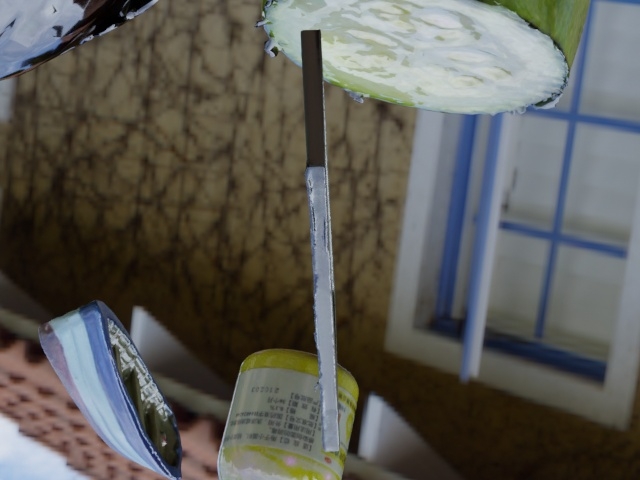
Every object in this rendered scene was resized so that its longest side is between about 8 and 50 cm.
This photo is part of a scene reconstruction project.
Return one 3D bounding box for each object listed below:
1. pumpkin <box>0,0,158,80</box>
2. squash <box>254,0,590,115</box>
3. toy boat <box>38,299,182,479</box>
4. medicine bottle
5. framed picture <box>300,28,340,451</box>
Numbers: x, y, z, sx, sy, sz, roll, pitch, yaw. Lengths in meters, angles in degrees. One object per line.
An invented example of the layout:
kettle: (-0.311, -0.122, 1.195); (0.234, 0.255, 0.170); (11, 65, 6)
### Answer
pumpkin: (-0.179, -0.154, 0.391); (0.320, 0.192, 0.320); (11, -149, -7)
squash: (0.073, -0.216, 0.780); (0.189, 0.261, 0.189); (13, 164, 4)
toy boat: (-0.135, 0.100, 0.914); (0.046, 0.080, 0.229); (-12, 150, 4)
medicine bottle: (-0.040, 0.221, 1.311); (0.121, 0.212, 0.122); (10, 153, 5)
framed picture: (0.000, 0.000, 0.589); (0.011, 0.149, 0.109); (-3, -143, 1)
